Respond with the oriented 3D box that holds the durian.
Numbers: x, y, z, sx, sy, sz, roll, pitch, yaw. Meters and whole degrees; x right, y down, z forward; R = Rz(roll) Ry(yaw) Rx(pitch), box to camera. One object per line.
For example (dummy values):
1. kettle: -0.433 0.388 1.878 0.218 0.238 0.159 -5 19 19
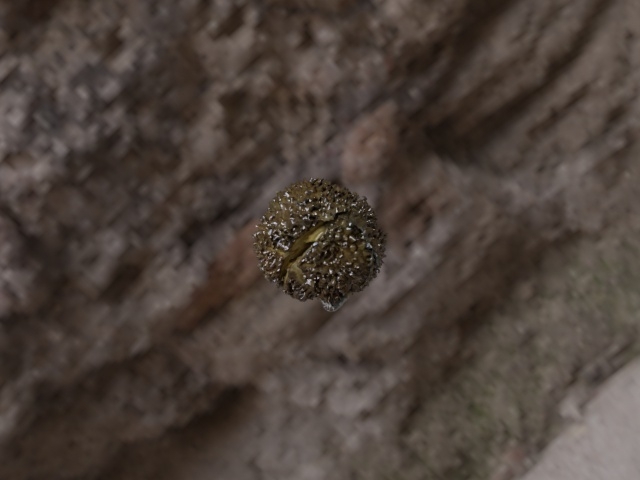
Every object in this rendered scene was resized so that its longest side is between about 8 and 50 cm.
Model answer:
1. durian: 0.000 0.000 1.149 0.080 0.080 0.091 -33 12 10
